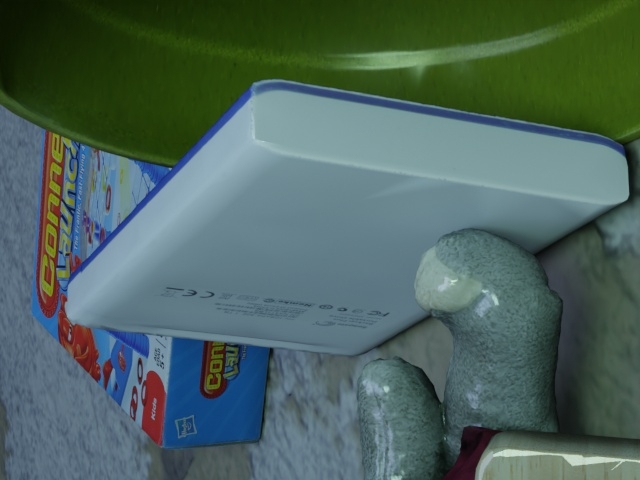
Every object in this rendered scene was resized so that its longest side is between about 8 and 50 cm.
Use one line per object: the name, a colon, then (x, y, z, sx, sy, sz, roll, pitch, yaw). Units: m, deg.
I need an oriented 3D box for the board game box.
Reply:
board game box: (-0.134, -0.034, 1.403, 0.302, 0.086, 0.308, 32, 120, 57)

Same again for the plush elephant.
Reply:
plush elephant: (0.050, 0.195, 0.867, 0.272, 0.255, 0.330, 43, 135, 33)

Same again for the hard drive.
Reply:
hard drive: (0.000, 0.000, 1.008, 0.318, 0.210, 0.040, 143, 131, -60)

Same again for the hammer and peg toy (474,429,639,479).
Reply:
hammer and peg toy: (0.176, 0.253, 0.667, 0.127, 0.266, 0.361, -41, -47, -69)

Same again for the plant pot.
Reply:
plant pot: (0.011, -0.250, 0.886, 0.366, 0.366, 0.353, -29, 57, 59)
